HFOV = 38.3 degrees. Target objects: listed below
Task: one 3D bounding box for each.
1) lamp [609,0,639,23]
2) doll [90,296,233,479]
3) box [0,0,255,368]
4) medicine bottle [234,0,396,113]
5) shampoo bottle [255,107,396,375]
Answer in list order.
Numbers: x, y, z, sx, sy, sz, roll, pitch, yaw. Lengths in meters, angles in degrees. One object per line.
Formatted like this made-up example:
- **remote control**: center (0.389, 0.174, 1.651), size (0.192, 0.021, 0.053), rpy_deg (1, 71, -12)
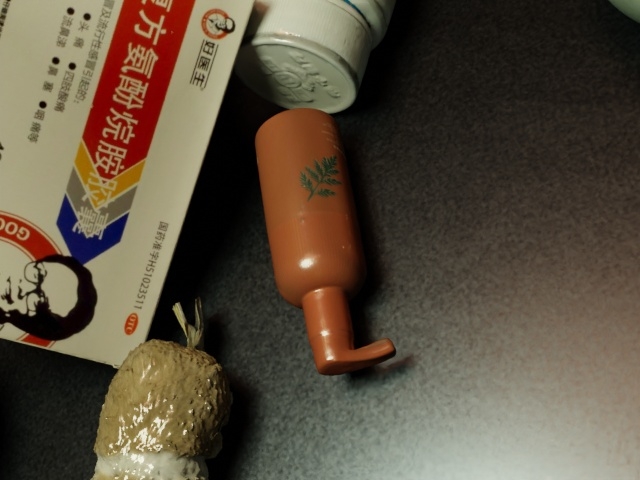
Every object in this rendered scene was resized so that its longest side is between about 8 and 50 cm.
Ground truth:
- **lamp**: center (0.322, -0.270, 0.720), size (0.243, 0.198, 0.198), rpy_deg (-38, 53, -7)
- **doll**: center (-0.125, 0.146, 0.768), size (0.105, 0.115, 0.221), rpy_deg (-4, 55, 36)
- **box**: center (-0.213, -0.081, 0.802), size (0.069, 0.214, 0.353), rpy_deg (-137, 65, -71)
- **medicine bottle**: center (0.008, -0.262, 0.892), size (0.143, 0.143, 0.258), rpy_deg (6, 66, 29)
- **shampoo bottle**: center (-0.002, 0.000, 0.794), size (0.085, 0.085, 0.244), rpy_deg (-22, 58, 15)
